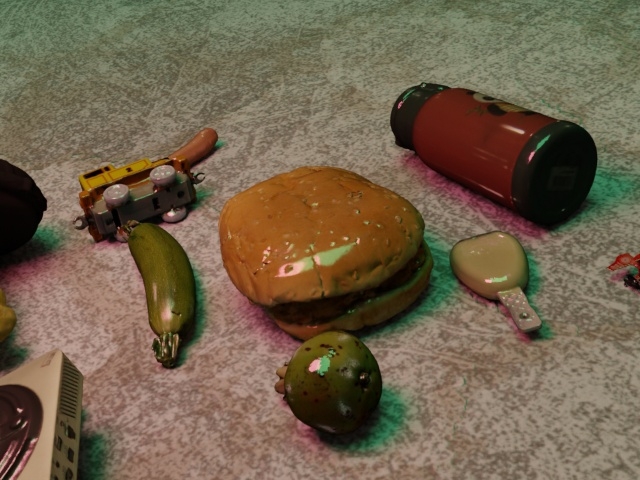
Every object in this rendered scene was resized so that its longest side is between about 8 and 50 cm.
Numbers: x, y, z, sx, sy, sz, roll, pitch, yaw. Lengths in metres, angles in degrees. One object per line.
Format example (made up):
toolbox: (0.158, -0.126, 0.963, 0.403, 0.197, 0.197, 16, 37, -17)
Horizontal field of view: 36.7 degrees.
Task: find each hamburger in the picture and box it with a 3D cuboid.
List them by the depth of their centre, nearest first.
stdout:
hamburger: (0.000, 0.001, 1.269, 0.260, 0.144, 0.283, -30, 31, -20)

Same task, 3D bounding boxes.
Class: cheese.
cheese: (0.228, 0.054, 1.205, 0.097, 0.037, 0.192, -15, 33, -3)

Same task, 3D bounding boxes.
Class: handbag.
handbag: (-0.552, -0.054, 1.403, 0.254, 0.308, 0.093, -24, 66, 28)

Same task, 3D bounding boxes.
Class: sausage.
sausage: (-0.243, -0.136, 1.634, 0.043, 0.043, 0.186, 17, 43, 37)

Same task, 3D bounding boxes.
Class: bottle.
bottle: (0.230, -0.142, 1.406, 0.144, 0.144, 0.336, -29, 35, -24)

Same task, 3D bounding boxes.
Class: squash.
squash: (-0.215, 0.051, 1.328, 0.080, 0.071, 0.318, -49, 35, 15)

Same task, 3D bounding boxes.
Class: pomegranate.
pomegranate: (0.001, 0.159, 1.074, 0.142, 0.114, 0.114, -12, 24, 48)

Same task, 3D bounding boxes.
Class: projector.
projector: (-0.375, 0.251, 1.001, 0.259, 0.079, 0.257, -29, 31, 6)

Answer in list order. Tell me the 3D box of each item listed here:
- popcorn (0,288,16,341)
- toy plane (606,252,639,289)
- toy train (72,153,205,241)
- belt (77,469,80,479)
popcorn: (-0.536, 0.074, 1.259, 0.242, 0.234, 0.250, -13, 41, -35)
toy plane: (0.412, 0.051, 1.154, 0.060, 0.037, 0.145, -35, 43, -14)
toy train: (-0.290, -0.076, 1.513, 0.219, 0.089, 0.127, -23, 41, -18)
belt: (-0.295, 0.246, 1.075, 0.071, 0.053, 0.232, -21, 34, -5)
